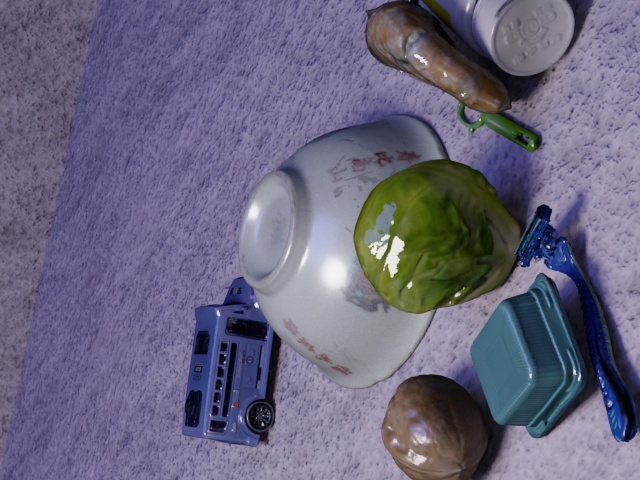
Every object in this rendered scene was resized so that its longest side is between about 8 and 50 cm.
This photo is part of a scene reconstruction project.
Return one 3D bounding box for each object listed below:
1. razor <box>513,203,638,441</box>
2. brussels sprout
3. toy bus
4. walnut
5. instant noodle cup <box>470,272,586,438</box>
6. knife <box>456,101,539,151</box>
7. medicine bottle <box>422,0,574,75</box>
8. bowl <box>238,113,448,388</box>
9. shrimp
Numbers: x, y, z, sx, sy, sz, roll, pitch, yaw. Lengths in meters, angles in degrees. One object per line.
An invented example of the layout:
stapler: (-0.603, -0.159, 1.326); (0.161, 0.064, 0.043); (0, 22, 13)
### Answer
razor: (0.319, 0.102, 1.735); (0.093, 0.056, 0.324); (108, 152, -45)
brussels sprout: (0.147, -0.008, 1.914); (0.161, 0.223, 0.223); (33, 108, 55)
toy bus: (-0.149, 0.195, 2.456); (0.125, 0.133, 0.292); (-8, 73, 61)
walnut: (0.148, 0.248, 1.901); (0.162, 0.140, 0.140); (42, 117, 49)
instant noodle cup: (0.246, 0.146, 1.776); (0.179, 0.070, 0.157); (115, 144, -53)
knife: (0.240, -0.155, 2.011); (0.212, 0.015, 0.054); (40, 115, 58)
medicine bottle: (0.231, -0.330, 1.963); (0.143, 0.143, 0.258); (-66, 31, 21)
bowl: (0.000, 0.000, 2.199); (0.435, 0.196, 0.434); (-30, 54, 55)
shrimp: (0.152, -0.265, 2.044); (0.110, 0.221, 0.445); (-56, 15, 9)
